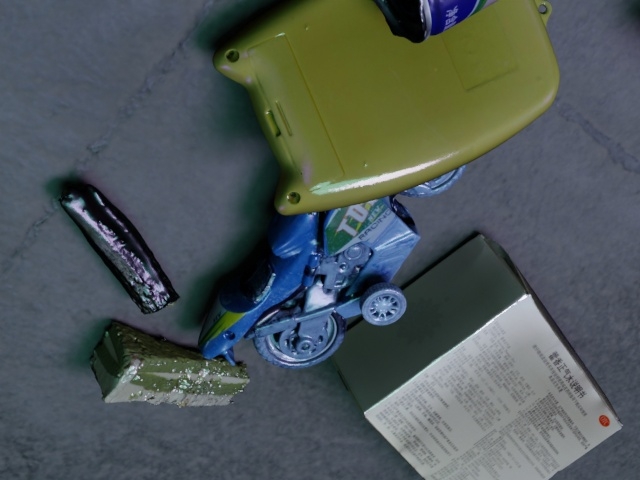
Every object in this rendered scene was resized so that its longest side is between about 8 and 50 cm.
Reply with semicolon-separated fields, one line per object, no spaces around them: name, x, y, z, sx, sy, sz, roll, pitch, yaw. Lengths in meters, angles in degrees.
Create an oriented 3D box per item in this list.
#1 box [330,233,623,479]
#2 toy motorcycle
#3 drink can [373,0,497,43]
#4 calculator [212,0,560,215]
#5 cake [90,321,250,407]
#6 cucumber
box;0.135;0.124;1.048;0.168;0.095;0.212;-35;129;6
toy motorcycle;0.000;0.000;0.912;0.135;0.092;0.254;19;120;-25
drink can;0.138;-0.220;0.791;0.235;0.097;0.097;-31;129;-10
calculator;0.056;-0.118;0.840;0.236;0.033;0.157;-25;93;-11
cake;-0.119;0.101;0.975;0.140;0.055;0.051;14;117;-49
cucumber;-0.142;0.006;0.894;0.033;0.034;0.135;-21;125;11
